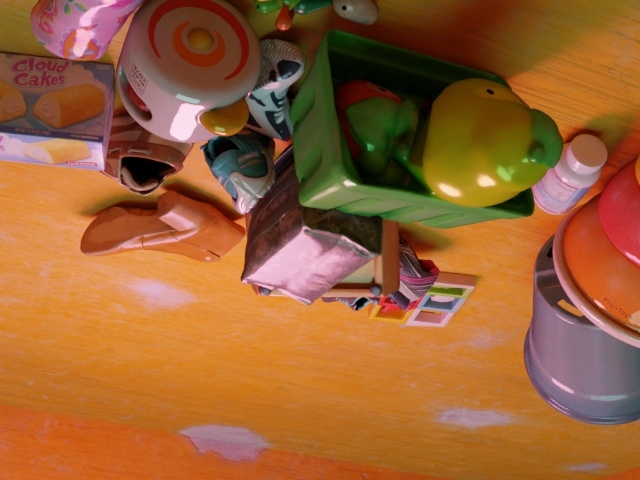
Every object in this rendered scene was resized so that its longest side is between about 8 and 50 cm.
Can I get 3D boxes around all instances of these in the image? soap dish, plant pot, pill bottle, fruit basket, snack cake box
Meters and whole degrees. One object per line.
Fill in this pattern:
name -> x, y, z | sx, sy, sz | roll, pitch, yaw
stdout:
soap dish -> 0.000, 0.000, 1.952 | 0.290, 0.118, 0.229 | 0, 115, 7
plant pot -> 0.569, 0.147, 2.109 | 0.341, 0.341, 0.334 | -4, 145, 13
pill bottle -> 0.433, -0.116, 1.819 | 0.087, 0.087, 0.160 | 7, 153, -10
fruit basket -> 0.177, -0.156, 1.488 | 0.391, 0.283, 0.392 | -6, 159, -2
snack cake box -> -0.462, -0.206, 1.642 | 0.264, 0.152, 0.089 | 5, 153, -6

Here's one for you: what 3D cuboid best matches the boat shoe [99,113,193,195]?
boat shoe -> -0.306, -0.142, 1.757 | 0.122, 0.120, 0.324 | 21, 161, -24

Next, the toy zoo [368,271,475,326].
toy zoo -> 0.224, 0.143, 2.431 | 0.192, 0.030, 0.293 | 7, 153, -9

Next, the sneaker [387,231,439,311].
sneaker -> 0.118, 0.019, 2.121 | 0.112, 0.121, 0.299 | -45, 127, 10

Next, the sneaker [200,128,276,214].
sneaker -> -0.136, -0.143, 1.686 | 0.107, 0.275, 0.110 | -42, 113, 7

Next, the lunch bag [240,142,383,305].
lunch bag -> -0.006, -0.078, 1.719 | 0.168, 0.287, 0.235 | 21, 148, -22

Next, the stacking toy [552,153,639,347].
stacking toy -> 0.619, -0.073, 1.725 | 0.350, 0.351, 0.480 | 7, 138, -8

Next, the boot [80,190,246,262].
boot -> -0.315, 0.001, 2.109 | 0.295, 0.104, 0.211 | -20, 146, 30

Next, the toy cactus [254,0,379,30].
toy cactus -> 0.020, -0.334, 1.417 | 0.219, 0.112, 0.180 | -26, 152, 31

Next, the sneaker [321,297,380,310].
sneaker -> 0.068, 0.124, 2.355 | 0.166, 0.076, 0.065 | -17, 147, 35

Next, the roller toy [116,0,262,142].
roller toy -> -0.185, -0.247, 1.481 | 0.191, 0.209, 0.146 | 17, 150, -14

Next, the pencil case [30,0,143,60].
pencil case -> -0.285, -0.350, 1.380 | 0.124, 0.124, 0.284 | 16, 150, -26

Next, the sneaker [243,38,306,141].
sneaker -> -0.065, -0.226, 1.635 | 0.153, 0.094, 0.235 | 21, 149, -35
